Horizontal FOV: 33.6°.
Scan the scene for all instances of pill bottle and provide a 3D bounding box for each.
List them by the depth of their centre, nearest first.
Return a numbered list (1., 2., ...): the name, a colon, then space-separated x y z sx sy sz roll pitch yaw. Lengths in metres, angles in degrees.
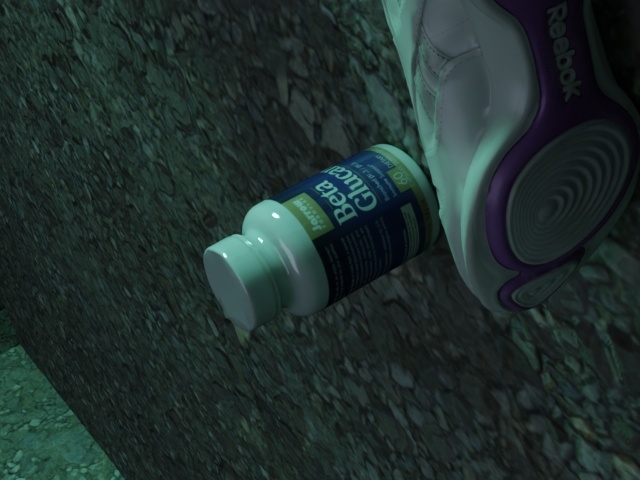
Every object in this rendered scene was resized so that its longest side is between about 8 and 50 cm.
1. pill bottle: 0.000 0.000 0.807 0.094 0.169 0.094 44 150 33

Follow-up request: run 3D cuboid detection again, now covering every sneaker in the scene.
1. sneaker: 0.102 -0.104 0.610 0.152 0.114 0.305 -132 29 -57
